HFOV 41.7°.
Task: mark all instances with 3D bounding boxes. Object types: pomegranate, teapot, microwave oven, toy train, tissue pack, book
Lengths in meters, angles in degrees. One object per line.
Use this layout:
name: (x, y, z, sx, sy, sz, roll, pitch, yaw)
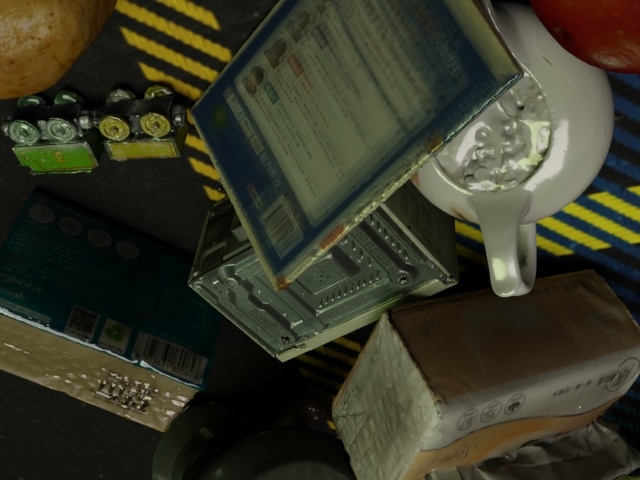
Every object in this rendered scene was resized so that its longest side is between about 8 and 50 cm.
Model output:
pomegranate: (-0.285, -0.230, 0.678, 0.248, 0.248, 0.248, 3, 132, 4)
teapot: (-0.068, 0.319, 1.073, 0.300, 0.344, 0.253, -37, 106, -17)
microwave oven: (0.000, 0.000, 0.912, 0.240, 0.145, 0.194, -28, 127, 28)
teapot: (0.163, -0.099, 0.767, 0.204, 0.139, 0.298, -13, 101, 25)
toy train: (-0.235, -0.116, 0.891, 0.202, 0.060, 0.081, -2, 140, 9)
tissue pack: (0.205, 0.189, 0.925, 0.305, 0.239, 0.239, -9, 140, -30)
tissue pack: (-0.262, 0.085, 0.985, 0.270, 0.192, 0.134, 26, 129, -15)
book: (0.010, -0.131, 0.761, 0.018, 0.228, 0.322, -4, 150, -49)

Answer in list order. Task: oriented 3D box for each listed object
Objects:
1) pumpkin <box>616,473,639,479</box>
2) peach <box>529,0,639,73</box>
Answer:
pumpkin: (0.536, 0.393, 1.075, 0.332, 0.199, 0.332, -1, 160, 0)
peach: (0.274, -0.224, 0.630, 0.243, 0.200, 0.244, -2, 128, -2)
